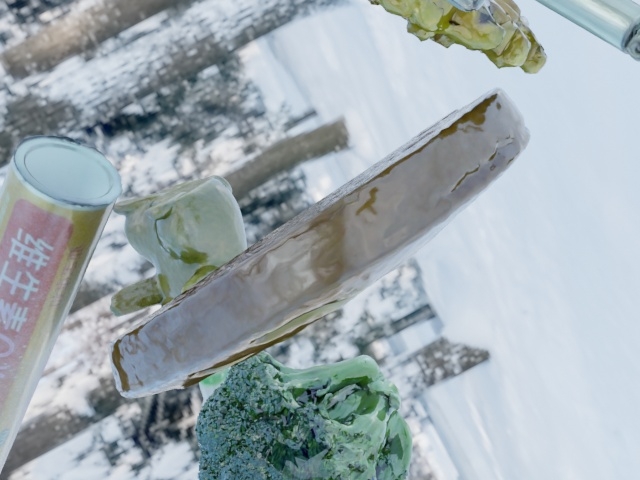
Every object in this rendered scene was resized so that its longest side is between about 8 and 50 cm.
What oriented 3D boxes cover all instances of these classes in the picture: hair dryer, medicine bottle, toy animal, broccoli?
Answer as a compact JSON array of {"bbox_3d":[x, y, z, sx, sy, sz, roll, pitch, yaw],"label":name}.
[{"bbox_3d":[0.091,-0.103,0.399,0.124,0.063,0.038,43,-167,34],"label":"hair dryer"},{"bbox_3d":[-0.297,0.097,0.964,0.426,0.108,0.108,-61,40,31],"label":"medicine bottle"},{"bbox_3d":[-0.182,0.091,1.507,0.181,0.180,0.363,-6,91,50],"label":"toy animal"},{"bbox_3d":[-0.012,0.247,1.175,0.265,0.245,0.294,6,121,52],"label":"broccoli"}]

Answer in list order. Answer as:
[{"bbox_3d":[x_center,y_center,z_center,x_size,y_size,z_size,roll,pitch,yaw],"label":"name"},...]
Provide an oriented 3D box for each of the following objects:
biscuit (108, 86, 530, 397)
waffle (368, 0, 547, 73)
[{"bbox_3d":[0.006,0.007,0.813,0.070,0.350,0.394,56,151,-2],"label":"biscuit"},{"bbox_3d":[0.030,-0.194,0.679,0.254,0.052,0.245,20,-155,-36],"label":"waffle"}]
